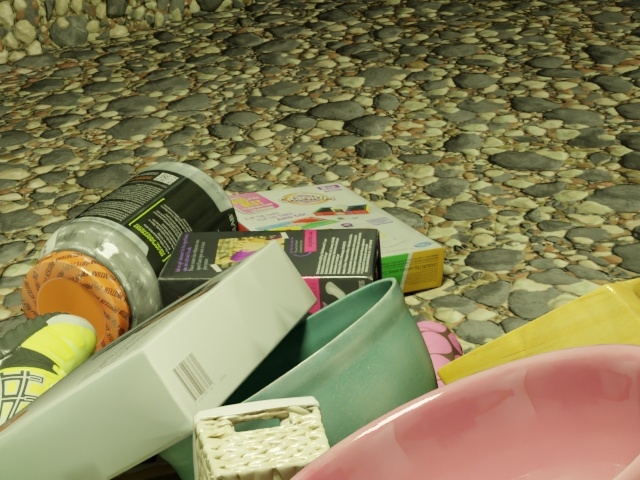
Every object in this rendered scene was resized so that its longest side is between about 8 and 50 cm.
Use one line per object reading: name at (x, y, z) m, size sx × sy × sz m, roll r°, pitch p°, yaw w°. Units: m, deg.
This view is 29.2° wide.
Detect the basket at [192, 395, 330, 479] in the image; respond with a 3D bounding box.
basket at (-0.043, 0.232, 1.040) m, size 0.113 × 0.167 × 0.103 m, roll -7°, pitch 22°, yaw -11°

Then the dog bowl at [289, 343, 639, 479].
dog bowl at (0.119, 0.213, 0.839) m, size 0.408 × 0.150 × 0.408 m, roll -24°, pitch 8°, yaw 4°

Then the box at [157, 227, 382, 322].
box at (-0.056, 0.087, 1.581) m, size 0.270 × 0.165 × 0.143 m, roll -1°, pitch 26°, yaw 8°

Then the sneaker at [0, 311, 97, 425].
sneaker at (-0.354, 0.225, 1.401) m, size 0.147 × 0.145 × 0.384 m, roll 17°, pitch 38°, yaw 16°

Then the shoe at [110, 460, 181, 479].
shoe at (-0.196, 0.266, 1.325) m, size 0.219 × 0.076 × 0.058 m, roll -8°, pitch 30°, yaw -3°

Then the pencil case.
pencil case at (0.134, 0.185, 1.431) m, size 0.095 × 0.098 × 0.209 m, roll 38°, pitch 19°, yaw -16°

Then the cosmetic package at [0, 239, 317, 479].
cosmetic package at (-0.188, 0.149, 1.276) m, size 0.284 × 0.097 × 0.377 m, roll -34°, pitch 3°, yaw 21°

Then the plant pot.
plant pot at (0.006, 0.197, 1.228) m, size 0.293 × 0.196 × 0.293 m, roll -34°, pitch 3°, yaw 2°

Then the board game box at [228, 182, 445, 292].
board game box at (0.000, 0.000, 1.842) m, size 0.242 × 0.064 × 0.316 m, roll -8°, pitch 24°, yaw -27°

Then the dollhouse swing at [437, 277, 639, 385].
dollhouse swing at (0.370, 0.194, 1.191) m, size 0.347 × 0.305 × 0.315 m, roll -6°, pitch -21°, yaw -44°

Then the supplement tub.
supplement tub at (-0.263, 0.029, 1.711) m, size 0.194 × 0.193 × 0.316 m, roll 7°, pitch 26°, yaw 23°
